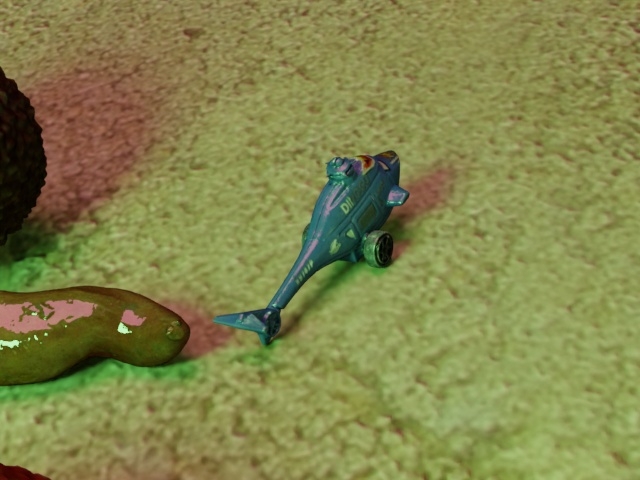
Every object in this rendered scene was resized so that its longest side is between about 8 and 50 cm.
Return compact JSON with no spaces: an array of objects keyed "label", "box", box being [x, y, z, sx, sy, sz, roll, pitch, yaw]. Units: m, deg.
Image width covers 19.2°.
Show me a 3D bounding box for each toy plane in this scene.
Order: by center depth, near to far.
[{"label":"toy plane","box":[0.000,0.000,1.064,0.054,0.062,0.167,9,46,33]}]

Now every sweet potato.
[{"label":"sweet potato","box":[-0.165,0.053,1.047,0.202,0.058,0.055,1,-11,15]}]

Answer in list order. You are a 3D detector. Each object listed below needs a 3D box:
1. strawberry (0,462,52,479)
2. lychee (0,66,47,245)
[{"label":"strawberry","box":[-0.177,0.158,0.753,0.244,0.205,0.205,8,29,-6]},{"label":"lychee","box":[-0.266,-0.049,1.138,0.194,0.194,0.194,-10,29,6]}]
